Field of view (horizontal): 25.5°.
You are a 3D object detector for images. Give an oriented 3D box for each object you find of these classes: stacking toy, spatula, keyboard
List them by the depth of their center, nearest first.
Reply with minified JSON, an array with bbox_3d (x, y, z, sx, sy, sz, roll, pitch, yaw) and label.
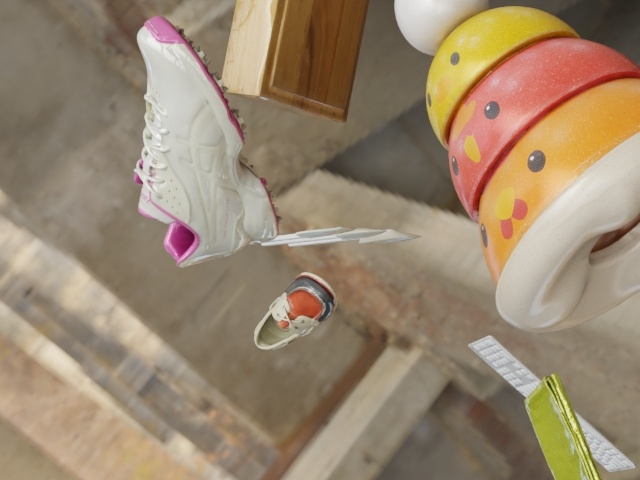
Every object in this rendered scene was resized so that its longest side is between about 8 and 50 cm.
[{"bbox_3d":[0.240,-0.158,1.712,0.480,0.350,0.350,52,174,27],"label":"stacking toy"},{"bbox_3d":[0.300,0.213,1.836,0.256,0.014,0.072,41,164,-4],"label":"keyboard"},{"bbox_3d":[0.000,0.000,1.934,0.168,0.019,0.242,-1,175,-45],"label":"spatula"}]

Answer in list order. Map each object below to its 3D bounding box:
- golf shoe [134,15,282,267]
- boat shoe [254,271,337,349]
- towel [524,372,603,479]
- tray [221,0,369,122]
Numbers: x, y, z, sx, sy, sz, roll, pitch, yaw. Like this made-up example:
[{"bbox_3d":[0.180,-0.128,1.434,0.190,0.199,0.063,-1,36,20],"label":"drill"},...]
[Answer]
[{"bbox_3d":[-0.146,-0.093,1.521,0.115,0.140,0.306,49,164,52],"label":"golf shoe"},{"bbox_3d":[-0.026,0.070,1.337,0.049,0.043,0.137,47,151,-2],"label":"boat shoe"},{"bbox_3d":[0.274,0.266,1.513,0.102,0.021,0.237,114,140,-62],"label":"towel"},{"bbox_3d":[-0.006,-0.375,1.863,0.076,0.411,0.203,12,-179,35],"label":"tray"}]
